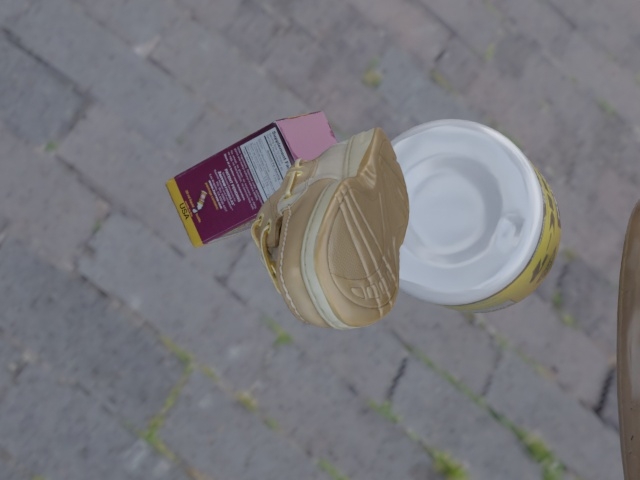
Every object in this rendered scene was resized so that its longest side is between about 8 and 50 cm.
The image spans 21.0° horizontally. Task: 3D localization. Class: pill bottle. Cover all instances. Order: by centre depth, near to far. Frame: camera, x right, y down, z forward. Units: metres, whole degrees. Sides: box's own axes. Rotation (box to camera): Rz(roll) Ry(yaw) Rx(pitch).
[{"bbox_3d":[0.102,-0.011,1.176,0.119,0.119,0.208,53,8,11],"label":"pill bottle"}]

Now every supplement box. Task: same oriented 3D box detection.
[{"bbox_3d":[-0.035,-0.034,0.957,0.055,0.083,0.043,-17,82,-60],"label":"supplement box"}]

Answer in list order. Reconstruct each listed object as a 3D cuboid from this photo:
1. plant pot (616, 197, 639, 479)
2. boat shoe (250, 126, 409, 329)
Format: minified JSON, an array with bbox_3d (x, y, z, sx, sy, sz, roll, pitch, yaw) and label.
[{"bbox_3d":[0.335,0.095,1.168,0.263,0.229,0.263,-1,90,-71],"label":"plant pot"},{"bbox_3d":[0.000,0.000,0.765,0.170,0.059,0.063,-60,131,-69],"label":"boat shoe"}]
